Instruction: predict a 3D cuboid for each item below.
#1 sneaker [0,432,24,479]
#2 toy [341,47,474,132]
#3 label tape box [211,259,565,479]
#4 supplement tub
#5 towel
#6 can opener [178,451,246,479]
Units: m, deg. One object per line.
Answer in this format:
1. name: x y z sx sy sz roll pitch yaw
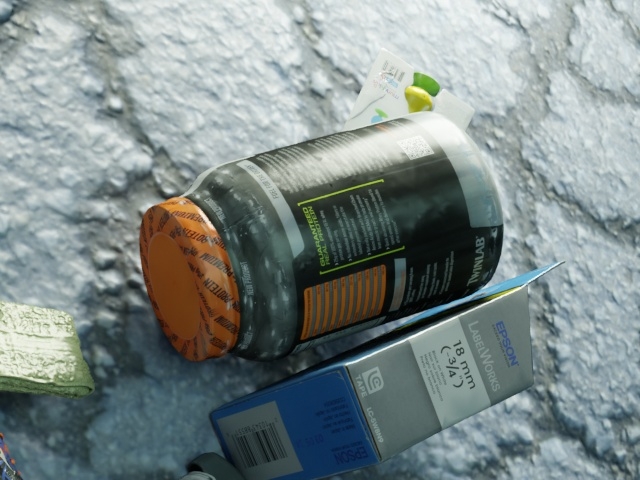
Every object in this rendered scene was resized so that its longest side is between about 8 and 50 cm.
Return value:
1. sneaker: -0.314 0.194 1.562 0.221 0.083 0.087 49 45 -18
2. toy: 0.070 -0.084 1.941 0.137 0.056 0.237 32 70 -16
3. label tape box: 0.090 0.144 1.770 0.334 0.241 0.106 -21 89 -39
4. supplement tub: 0.000 0.000 1.750 0.338 0.207 0.207 -16 85 -26
5. towel: -0.290 0.102 1.615 0.148 0.027 0.110 9 42 -36
6. can opener: -0.060 0.344 1.702 0.093 0.074 0.280 -27 93 -40
